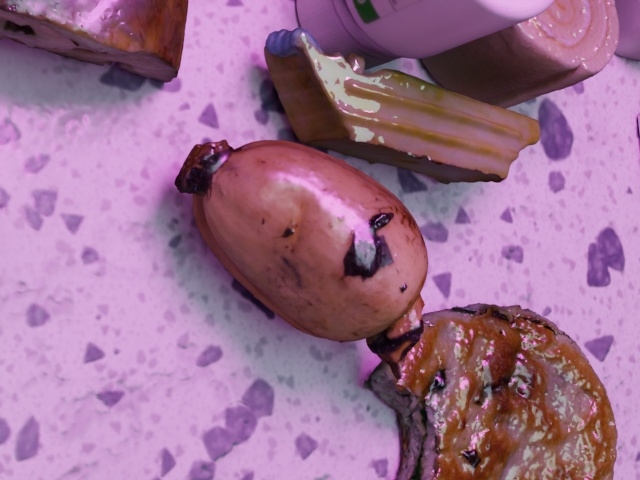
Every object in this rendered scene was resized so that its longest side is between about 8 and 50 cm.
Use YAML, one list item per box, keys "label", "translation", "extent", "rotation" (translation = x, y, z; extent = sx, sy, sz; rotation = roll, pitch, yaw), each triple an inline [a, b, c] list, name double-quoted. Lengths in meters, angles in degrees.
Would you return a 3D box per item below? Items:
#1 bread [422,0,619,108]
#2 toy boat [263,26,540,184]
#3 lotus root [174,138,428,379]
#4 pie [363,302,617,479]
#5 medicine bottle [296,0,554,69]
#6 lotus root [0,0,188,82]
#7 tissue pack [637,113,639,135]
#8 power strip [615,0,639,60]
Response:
- label: "bread"
  translation: [0.189, -0.210, 1.145]
  extent: [0.148, 0.141, 0.134]
  rotation: [32, 64, -27]
- label: "toy boat"
  translation: [0.070, -0.107, 1.072]
  extent: [0.276, 0.111, 0.084]
  rotation: [17, 81, -31]
- label: "lotus root"
  translation: [0.000, 0.000, 0.990]
  extent: [0.257, 0.154, 0.140]
  rotation: [38, 71, -19]
- label: "pie"
  translation: [0.165, 0.199, 1.123]
  extent: [0.302, 0.067, 0.302]
  rotation: [5, 80, -31]
- label: "medicine bottle"
  translation: [0.088, -0.228, 1.023]
  extent: [0.139, 0.237, 0.139]
  rotation: [4, 83, -31]
- label: "lotus root"
  translation: [-0.194, -0.202, 0.915]
  extent: [0.235, 0.138, 0.119]
  rotation: [11, 88, -37]
- label: "tissue pack"
  translation: [0.420, -0.108, 1.313]
  extent: [0.111, 0.079, 0.085]
  rotation: [-3, 85, -32]
- label: "power strip"
  translation: [0.370, -0.393, 1.328]
  extent: [0.091, 0.062, 0.385]
  rotation: [5, 82, -32]
